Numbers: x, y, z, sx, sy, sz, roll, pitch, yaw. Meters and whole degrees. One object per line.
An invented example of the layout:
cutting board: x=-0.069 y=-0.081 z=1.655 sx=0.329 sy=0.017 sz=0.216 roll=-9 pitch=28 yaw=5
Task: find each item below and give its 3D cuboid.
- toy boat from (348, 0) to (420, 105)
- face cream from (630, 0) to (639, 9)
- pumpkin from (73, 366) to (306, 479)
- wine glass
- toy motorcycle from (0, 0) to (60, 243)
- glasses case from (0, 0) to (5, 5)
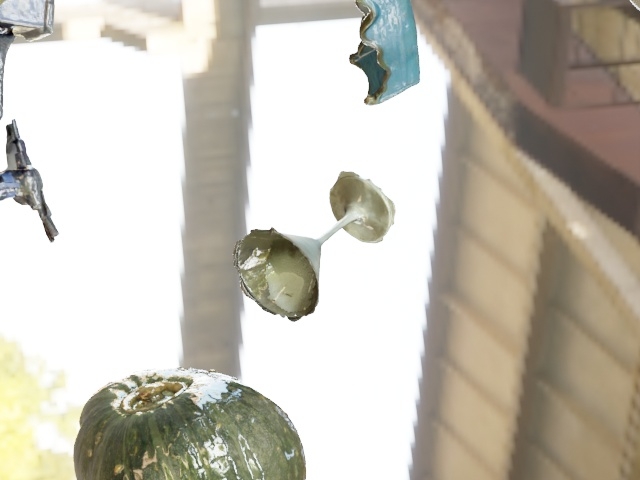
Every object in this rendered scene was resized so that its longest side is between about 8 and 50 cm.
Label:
toy boat: x=0.033 y=-0.185 z=1.456 sx=0.185 sy=0.077 sz=0.075 roll=77 pitch=-5 yaw=-59
face cream: x=0.441 y=-0.317 z=1.872 sx=0.201 sy=0.187 sz=0.201 roll=-20 pitch=-114 yaw=56
pumpkin: x=-0.177 y=0.296 z=2.355 sx=0.328 sy=0.292 sz=0.257 roll=-142 pitch=-144 yaw=-68
wine glass: x=0.000 y=0.000 z=2.572 sx=0.156 sy=0.232 sz=0.156 roll=21 pitch=-51 yaw=28
toy motorcycle: x=-0.405 y=-0.147 z=2.043 sx=0.125 sy=0.213 sz=0.358 roll=-1 pitch=-95 yaw=62
glasses case: x=-0.409 y=-0.376 z=1.651 sx=0.098 sy=0.156 sz=0.425 roll=15 pitch=-37 yaw=36
